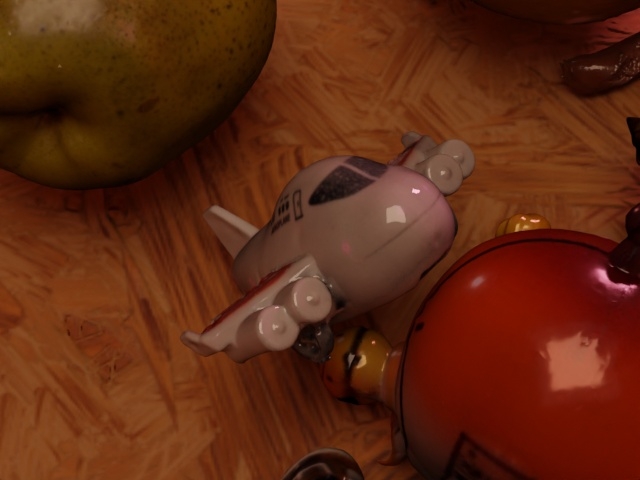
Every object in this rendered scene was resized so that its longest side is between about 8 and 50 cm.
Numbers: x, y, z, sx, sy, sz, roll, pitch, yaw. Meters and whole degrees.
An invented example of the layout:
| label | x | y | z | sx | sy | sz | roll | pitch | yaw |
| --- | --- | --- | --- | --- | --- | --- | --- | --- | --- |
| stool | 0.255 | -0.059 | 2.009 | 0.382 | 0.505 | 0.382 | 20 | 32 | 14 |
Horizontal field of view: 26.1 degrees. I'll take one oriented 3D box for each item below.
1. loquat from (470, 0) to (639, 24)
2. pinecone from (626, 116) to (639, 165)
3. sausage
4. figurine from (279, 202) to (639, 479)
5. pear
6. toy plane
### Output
| label | x | y | z | sx | sy | sz | roll | pitch | yaw |
| --- | --- | --- | --- | --- | --- | --- | --- | --- | --- |
| loquat | 0.218 | -0.317 | 1.065 | 0.359 | 0.328 | 0.328 | 21 | 68 | -8 |
| pinecone | 0.387 | -0.049 | 0.970 | 0.296 | 0.242 | 0.298 | -28 | 62 | -7 |
| sausage | 0.271 | -0.160 | 1.137 | 0.158 | 0.036 | 0.042 | -24 | 56 | -8 |
| figurine | 0.140 | 0.131 | 0.929 | 0.320 | 0.196 | 0.323 | 30 | 82 | 16 |
| pear | -0.179 | -0.183 | 1.048 | 0.294 | 0.294 | 0.294 | -1 | 66 | 3 |
| toy plane | 0.003 | 0.003 | 0.981 | 0.252 | 0.252 | 0.118 | -38 | 101 | -13 |
